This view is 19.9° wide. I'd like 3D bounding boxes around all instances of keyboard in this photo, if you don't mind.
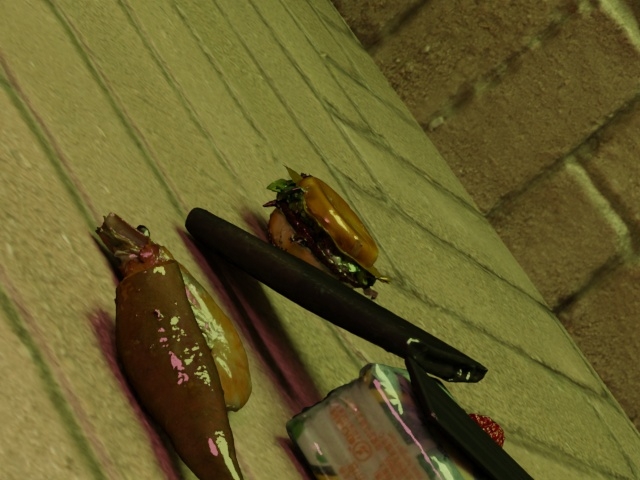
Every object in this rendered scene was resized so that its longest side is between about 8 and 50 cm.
[{"bbox_3d":[0.205,0.242,1.756,0.381,0.041,0.103,38,17,-31],"label":"keyboard"}]

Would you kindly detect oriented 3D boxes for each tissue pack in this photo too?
[{"bbox_3d":[0.124,0.274,1.735,0.311,0.128,0.228,56,13,18],"label":"tissue pack"}]

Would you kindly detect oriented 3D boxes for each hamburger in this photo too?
[{"bbox_3d":[-0.003,-0.003,2.175,0.189,0.093,0.164,46,11,-27],"label":"hamburger"}]

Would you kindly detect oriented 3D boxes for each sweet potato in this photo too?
[{"bbox_3d":[-0.119,0.115,1.475,0.077,0.077,0.243,35,28,-50],"label":"sweet potato"}]

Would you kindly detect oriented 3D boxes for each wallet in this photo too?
[{"bbox_3d":[0.011,0.063,1.871,0.321,0.044,0.170,30,0,34],"label":"wallet"}]

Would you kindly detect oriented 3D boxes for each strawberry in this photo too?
[{"bbox_3d":[0.190,0.250,2.188,0.073,0.073,0.083,37,31,-49],"label":"strawberry"}]

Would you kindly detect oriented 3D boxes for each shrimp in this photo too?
[{"bbox_3d":[-0.132,0.061,1.630,0.217,0.051,0.115,55,15,10],"label":"shrimp"}]
